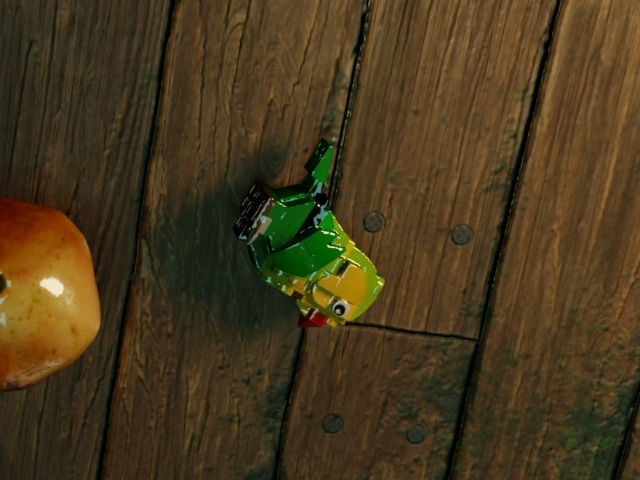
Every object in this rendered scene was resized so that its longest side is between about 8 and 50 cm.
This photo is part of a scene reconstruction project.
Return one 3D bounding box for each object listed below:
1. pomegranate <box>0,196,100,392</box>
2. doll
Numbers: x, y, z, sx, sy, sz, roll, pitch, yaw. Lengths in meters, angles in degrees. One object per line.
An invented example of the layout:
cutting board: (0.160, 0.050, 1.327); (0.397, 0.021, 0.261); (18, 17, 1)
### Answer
pomegranate: (-0.332, 0.053, 1.601); (0.209, 0.209, 0.209); (-2, 111, -5)
doll: (-0.007, 0.005, 1.658); (0.134, 0.106, 0.186); (-31, 111, -5)
